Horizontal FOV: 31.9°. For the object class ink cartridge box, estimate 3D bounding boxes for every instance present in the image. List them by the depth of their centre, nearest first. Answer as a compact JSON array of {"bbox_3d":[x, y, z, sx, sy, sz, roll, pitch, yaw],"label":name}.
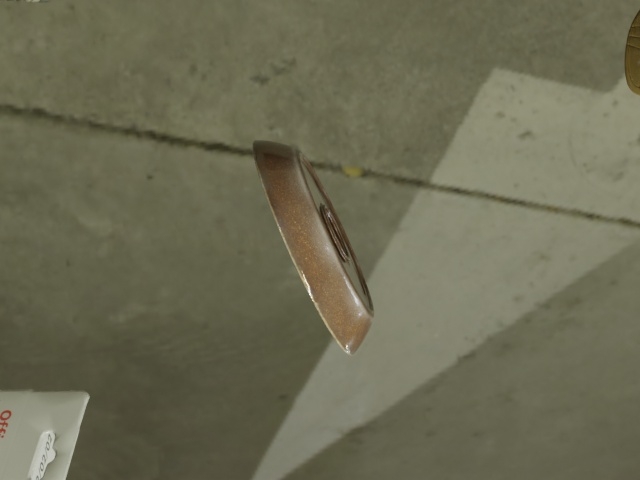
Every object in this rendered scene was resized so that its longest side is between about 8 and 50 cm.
[{"bbox_3d":[-0.233,0.151,0.699,0.181,0.104,0.061,-2,134,10],"label":"ink cartridge box"}]

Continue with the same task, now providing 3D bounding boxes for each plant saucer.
[{"bbox_3d":[0.000,0.000,0.800,0.029,0.168,0.168,-23,146,6],"label":"plant saucer"}]

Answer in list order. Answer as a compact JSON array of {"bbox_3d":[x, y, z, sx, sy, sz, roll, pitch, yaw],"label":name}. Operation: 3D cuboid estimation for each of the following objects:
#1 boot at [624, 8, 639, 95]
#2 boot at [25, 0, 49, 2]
[{"bbox_3d":[0.426,-0.258,1.304,0.077,0.213,0.165,16,-176,30],"label":"boot"},{"bbox_3d":[-0.334,-0.284,0.909,0.179,0.236,0.085,-18,161,-30],"label":"boot"}]
